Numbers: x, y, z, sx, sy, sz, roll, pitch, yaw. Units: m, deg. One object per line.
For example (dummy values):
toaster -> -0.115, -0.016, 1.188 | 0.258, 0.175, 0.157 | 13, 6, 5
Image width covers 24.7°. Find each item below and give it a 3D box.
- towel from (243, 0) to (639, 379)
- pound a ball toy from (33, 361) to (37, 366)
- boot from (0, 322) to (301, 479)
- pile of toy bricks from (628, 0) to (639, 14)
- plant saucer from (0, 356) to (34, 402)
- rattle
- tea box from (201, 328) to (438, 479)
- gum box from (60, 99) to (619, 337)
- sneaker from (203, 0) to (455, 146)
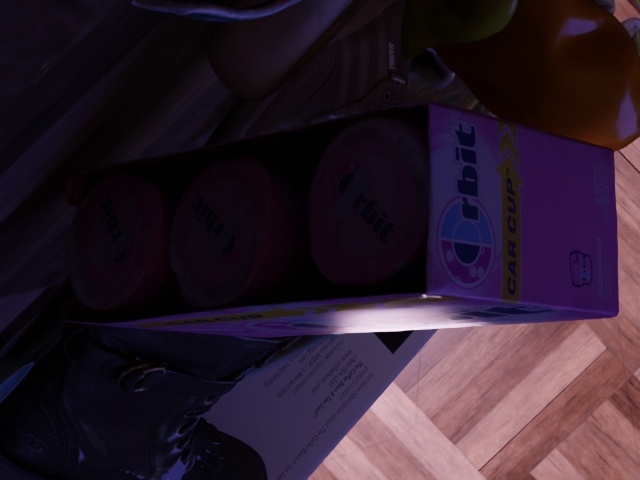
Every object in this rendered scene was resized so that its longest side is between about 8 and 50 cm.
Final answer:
towel -> 0.037, -0.032, 1.069 | 0.374, 0.090, 0.320 | -22, -162, 45
pound a ball toy -> -0.232, 0.249, 1.110 | 0.319, 0.208, 0.136 | -43, -179, 32
boot -> -0.083, 0.101, 0.942 | 0.263, 0.091, 0.229 | 19, 136, -38
pile of toy bricks -> 0.115, -0.155, 0.494 | 0.118, 0.105, 0.212 | -47, 139, 2
plant saucer -> -0.214, 0.103, 0.830 | 0.119, 0.021, 0.119 | -44, 180, 0
rattle -> 0.033, -0.058, 0.445 | 0.130, 0.143, 0.200 | -29, -173, 6
tea box -> -0.088, 0.120, 1.356 | 0.329, 0.220, 0.323 | -43, 179, -41
gum box -> 0.000, 0.000, 0.536 | 0.188, 0.062, 0.107 | -7, 170, 43
sneaker -> 0.014, -0.080, 0.806 | 0.188, 0.071, 0.066 | -44, 180, -39
